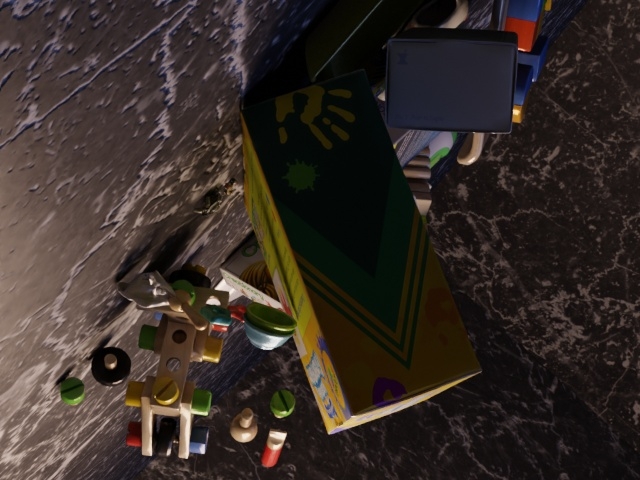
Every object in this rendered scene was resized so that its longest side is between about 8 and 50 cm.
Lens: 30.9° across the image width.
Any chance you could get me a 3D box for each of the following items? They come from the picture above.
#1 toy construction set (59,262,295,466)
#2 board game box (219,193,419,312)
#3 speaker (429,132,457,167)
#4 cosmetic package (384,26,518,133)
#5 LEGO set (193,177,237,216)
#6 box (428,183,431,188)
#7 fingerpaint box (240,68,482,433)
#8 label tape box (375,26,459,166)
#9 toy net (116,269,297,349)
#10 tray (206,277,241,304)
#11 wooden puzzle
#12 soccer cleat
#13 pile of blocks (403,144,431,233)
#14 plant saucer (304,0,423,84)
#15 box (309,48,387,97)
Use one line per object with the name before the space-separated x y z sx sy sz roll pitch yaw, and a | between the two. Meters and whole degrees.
toy construction set | -0.166 0.178 1.604 0.257 0.309 0.237 -53 172 -26
board game box | 0.000 0.000 1.986 0.305 0.193 0.053 -45 139 -23
speaker | 0.134 -0.143 2.258 0.296 0.131 0.131 -44 173 -23
cosmetic package | 0.179 -0.217 1.522 0.309 0.160 0.113 -52 145 -73
LEGO set | -0.134 -0.052 1.526 0.083 0.023 0.054 -43 172 -30
box | 0.168 -0.116 2.611 0.091 0.130 0.170 -47 173 -7
fingerpaint box | 0.034 0.041 1.477 0.163 0.371 0.445 -19 169 -7
label tape box | 0.098 -0.177 1.897 0.348 0.115 0.249 -41 171 -25
toy net | -0.141 0.077 1.476 0.122 0.232 0.045 -65 175 -74
tray | -0.133 0.063 2.200 0.145 0.030 0.270 -48 173 15
wooden puzzle | 0.314 -0.322 1.810 0.322 0.081 0.347 -57 161 -55
soccer cleat | 0.140 -0.293 1.706 0.196 0.068 0.076 -49 158 9
pile of blocks | 0.133 -0.094 2.121 0.149 0.113 0.362 145 -52 -75
plant saucer | 0.052 -0.263 1.365 0.188 0.045 0.188 -48 173 9
box | 0.039 -0.207 1.570 0.169 0.054 0.059 -41 172 -46
